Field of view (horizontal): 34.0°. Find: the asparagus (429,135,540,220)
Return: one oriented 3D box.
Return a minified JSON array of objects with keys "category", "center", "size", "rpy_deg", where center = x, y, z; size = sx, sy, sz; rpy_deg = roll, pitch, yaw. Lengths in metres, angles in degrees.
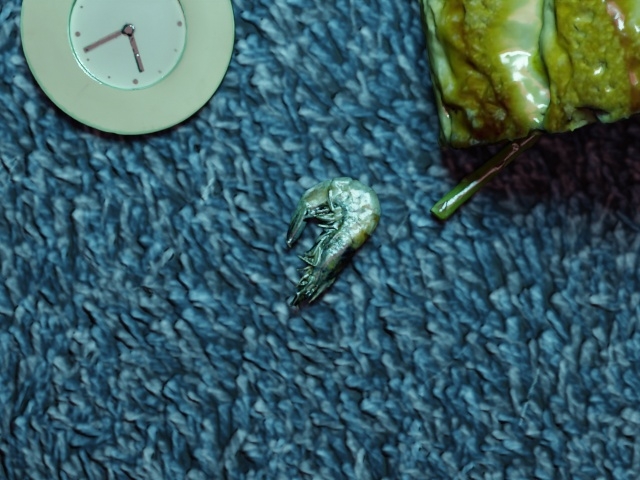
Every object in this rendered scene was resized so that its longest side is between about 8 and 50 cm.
[{"category":"asparagus","center":[0.223,-0.105,1.166],"size":[0.248,0.024,0.025],"rpy_deg":[-39,101,4]}]

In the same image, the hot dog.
[{"category":"hot dog","center":[0.229,-0.295,1.008],"size":[0.367,0.196,0.365],"rpy_deg":[-7,104,47]}]

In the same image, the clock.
[{"category":"clock","center":[-0.212,-0.234,1.159],"size":[0.235,0.029,0.234],"rpy_deg":[0,99,0]}]

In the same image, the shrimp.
[{"category":"shrimp","center":[0.000,0.000,1.183],"size":[0.091,0.034,0.161],"rpy_deg":[33,90,9]}]
